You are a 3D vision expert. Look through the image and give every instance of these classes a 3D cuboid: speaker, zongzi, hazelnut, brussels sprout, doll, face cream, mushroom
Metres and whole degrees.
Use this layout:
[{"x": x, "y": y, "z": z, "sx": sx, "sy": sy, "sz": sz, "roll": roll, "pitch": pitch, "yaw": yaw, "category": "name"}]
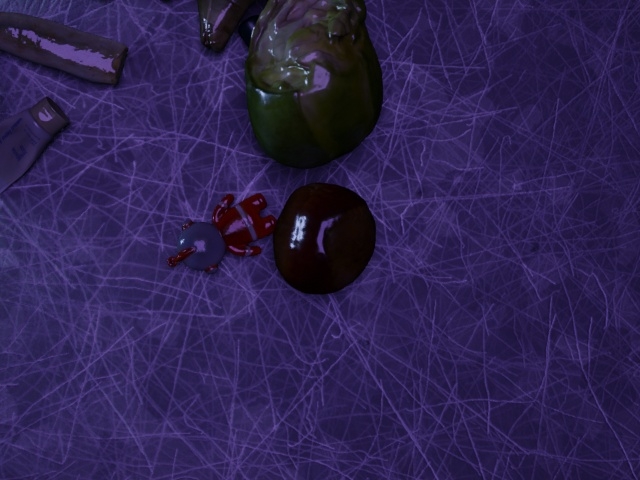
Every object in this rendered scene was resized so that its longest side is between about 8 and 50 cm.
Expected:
[{"x": -0.122, "y": -0.451, "z": 1.713, "sx": 0.094, "sy": 0.060, "sz": 0.075, "roll": -36, "pitch": 91, "yaw": -7, "category": "speaker"}, {"x": -0.248, "y": -0.504, "z": 1.701, "sx": 0.176, "sy": 0.078, "sz": 0.160, "roll": 29, "pitch": 84, "yaw": 7, "category": "zongzi"}, {"x": 0.000, "y": 0.000, "z": 1.629, "sx": 0.229, "sy": 0.229, "sz": 0.229, "roll": 0, "pitch": 86, "yaw": -6, "category": "hazelnut"}, {"x": -0.019, "y": -0.324, "z": 1.603, "sx": 0.276, "sy": 0.315, "sz": 0.371, "roll": -6, "pitch": 62, "yaw": 16, "category": "brussels sprout"}, {"x": -0.210, "y": -0.007, "z": 1.668, "sx": 0.245, "sy": 0.076, "sz": 0.142, "roll": -30, "pitch": 89, "yaw": -11, "category": "doll"}, {"x": -0.628, "y": -0.200, "z": 1.650, "sx": 0.224, "sy": 0.070, "sz": 0.114, "roll": -39, "pitch": 90, "yaw": 2, "category": "face cream"}, {"x": -0.563, "y": -0.407, "z": 1.660, "sx": 0.312, "sy": 0.081, "sz": 0.100, "roll": 15, "pitch": 88, "yaw": -9, "category": "mushroom"}]
